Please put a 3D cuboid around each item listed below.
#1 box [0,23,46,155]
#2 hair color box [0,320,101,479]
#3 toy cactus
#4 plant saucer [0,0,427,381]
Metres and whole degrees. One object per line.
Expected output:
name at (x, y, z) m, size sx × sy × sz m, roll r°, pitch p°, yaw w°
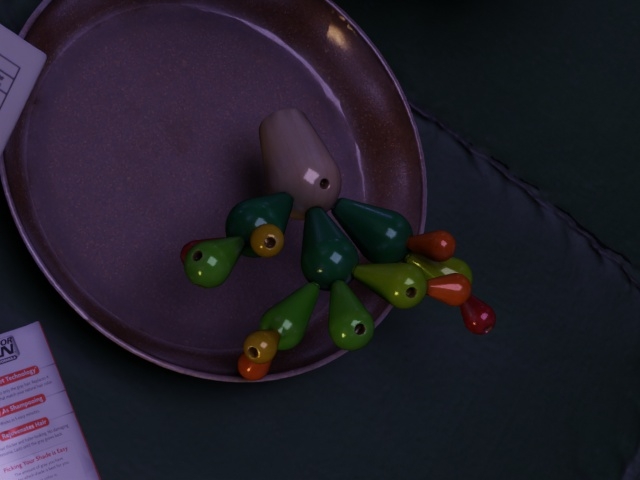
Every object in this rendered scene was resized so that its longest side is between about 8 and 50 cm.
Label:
box at (-0.288, -0.041, 1.046) m, size 0.148 × 0.127 × 0.232 m, roll 34°, pitch 60°, yaw -25°
hair color box at (-0.184, 0.128, 1.101) m, size 0.072 × 0.043 × 0.141 m, roll -18°, pitch 83°, yaw -30°
toy cactus at (0.000, 0.000, 1.165) m, size 0.219 × 0.112 × 0.180 m, roll -2°, pitch 55°, yaw -25°
plant saucer at (-0.074, -0.051, 1.215) m, size 0.311 × 0.050 × 0.310 m, roll 9°, pitch 70°, yaw -25°
